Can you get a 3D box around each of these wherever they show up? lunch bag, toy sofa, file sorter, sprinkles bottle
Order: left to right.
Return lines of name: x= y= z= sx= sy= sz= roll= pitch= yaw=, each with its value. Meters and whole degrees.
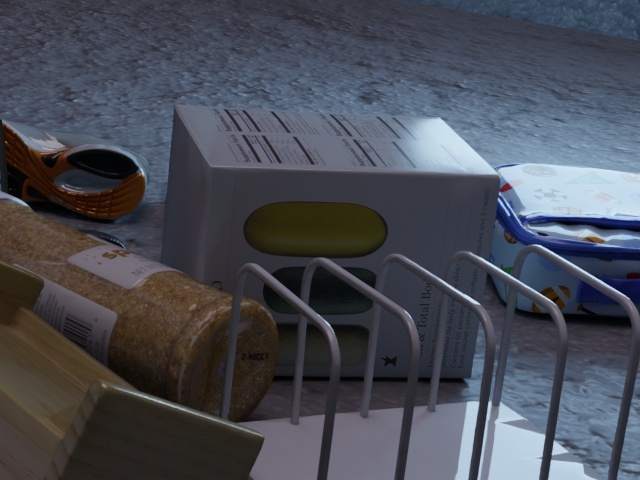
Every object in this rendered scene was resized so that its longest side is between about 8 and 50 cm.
toy sofa: x=-0.219 y=0.135 z=1.302 sx=0.150 sy=0.177 sz=0.362 roll=24 pitch=2 yaw=-41
sprinkles bottle: x=-0.200 y=0.055 z=1.546 sx=0.355 sy=0.121 sz=0.121 roll=21 pitch=23 yaw=37
file sorter: x=0.079 y=0.110 z=1.391 sx=0.278 sy=0.173 sz=0.193 roll=-3 pitch=20 yaw=-26
lunch bag: x=0.324 y=0.005 z=1.908 sx=0.303 sy=0.115 sz=0.243 roll=2 pitch=20 yaw=-10

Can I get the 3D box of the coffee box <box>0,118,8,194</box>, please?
coffee box: x=-0.447 y=-0.063 z=1.788 sx=0.246 sy=0.098 sz=0.141 roll=-1 pitch=12 yaw=3

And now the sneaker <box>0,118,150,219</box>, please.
sneaker: x=-0.314 y=-0.086 z=2.013 sx=0.262 sy=0.099 sz=0.121 roll=16 pitch=11 yaw=3

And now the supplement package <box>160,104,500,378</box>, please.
supplement package: x=0.000 y=0.000 z=1.656 sx=0.263 sy=0.199 sz=0.198 roll=2 pitch=19 yaw=-15

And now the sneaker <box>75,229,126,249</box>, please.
sneaker: x=-0.277 y=0.006 z=1.774 sx=0.170 sy=0.051 sz=0.089 roll=-6 pitch=21 yaw=-6
